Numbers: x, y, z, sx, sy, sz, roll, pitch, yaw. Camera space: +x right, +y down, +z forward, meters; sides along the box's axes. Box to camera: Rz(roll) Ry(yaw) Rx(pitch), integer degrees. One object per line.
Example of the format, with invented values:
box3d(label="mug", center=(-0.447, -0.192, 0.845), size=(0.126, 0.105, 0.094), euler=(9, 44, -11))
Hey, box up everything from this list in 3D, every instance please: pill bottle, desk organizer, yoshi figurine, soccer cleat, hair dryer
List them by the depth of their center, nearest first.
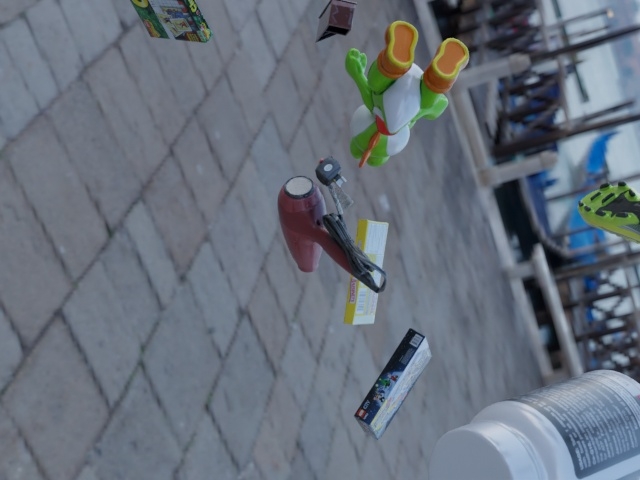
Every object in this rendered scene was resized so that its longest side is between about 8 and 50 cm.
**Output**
box3d(label="pill bottle", center=(0.273, 0.259, 1.345), size=(0.283, 0.161, 0.161), euler=(-9, 82, -40))
box3d(label="soccer cleat", center=(0.514, -0.016, 1.750), size=(0.289, 0.093, 0.121), euler=(21, -32, 58))
box3d(label="hair dryer", center=(0.000, 0.000, 1.790), size=(0.293, 0.080, 0.223), euler=(148, -79, -73))
box3d(label="desk organizer", center=(0.026, -0.393, 2.025), size=(0.130, 0.047, 0.050), euler=(157, -57, -79))
box3d(label="yoshi figurine", center=(0.149, -0.286, 2.154), size=(0.203, 0.203, 0.362), euler=(60, -27, 16))

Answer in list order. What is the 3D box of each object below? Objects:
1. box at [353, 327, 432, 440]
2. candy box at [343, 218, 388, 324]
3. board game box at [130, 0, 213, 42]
box3d(label="box", center=(0.164, 0.322, 2.492), size=(0.233, 0.044, 0.159), euler=(-56, 160, -13))
box3d(label="candy box", center=(0.090, 0.063, 2.199), size=(0.105, 0.027, 0.206), euler=(6, 92, -66))
box3d(label="board game box", center=(-0.294, -0.451, 1.940), size=(0.030, 0.136, 0.259), euler=(-57, 142, -26))
